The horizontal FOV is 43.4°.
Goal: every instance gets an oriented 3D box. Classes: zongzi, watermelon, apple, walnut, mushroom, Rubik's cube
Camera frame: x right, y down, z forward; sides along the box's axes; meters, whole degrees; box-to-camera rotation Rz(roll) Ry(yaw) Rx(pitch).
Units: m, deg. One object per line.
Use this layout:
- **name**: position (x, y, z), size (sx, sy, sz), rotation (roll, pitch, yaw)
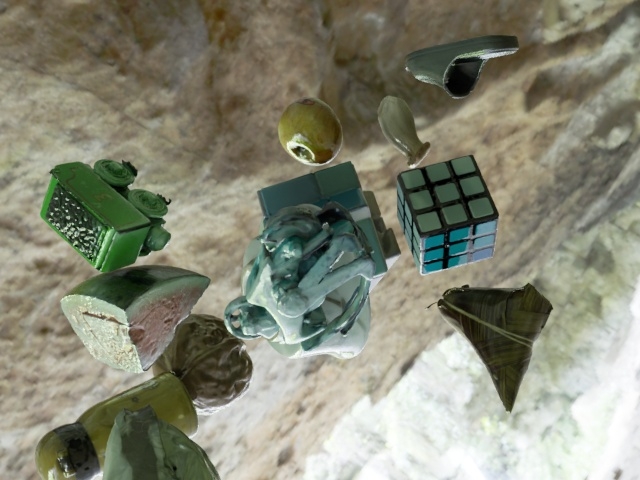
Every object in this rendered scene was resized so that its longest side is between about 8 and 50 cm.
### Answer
- **zongzi**: position (0.298, 0.199, 1.546), size (0.111, 0.248, 0.241), rotation (37, -113, -35)
- **watermelon**: position (-0.350, 0.147, 1.554), size (0.262, 0.213, 0.201), rotation (-19, -70, -54)
- **apple**: position (-0.025, -0.297, 2.173), size (0.182, 0.182, 0.155), rotation (95, -161, -57)
- **walnut**: position (-0.301, 0.318, 2.060), size (0.227, 0.273, 0.273), rotation (-64, -19, 16)
- **mushroom**: position (0.223, -0.297, 2.173), size (0.097, 0.212, 0.088), rotation (-34, -19, 12)
- **Rubik's cube**: position (0.248, -0.050, 1.591), size (0.162, 0.163, 0.160), rotation (-16, -31, -3)
- **Rubik's cube**: position (0.000, 0.000, 2.167), size (0.387, 0.358, 0.368), rotation (-17, -29, 2)

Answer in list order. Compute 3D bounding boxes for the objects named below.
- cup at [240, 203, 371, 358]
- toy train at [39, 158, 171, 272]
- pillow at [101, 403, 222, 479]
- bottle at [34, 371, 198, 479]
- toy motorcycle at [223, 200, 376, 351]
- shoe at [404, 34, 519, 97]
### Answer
- **cup**: position (-0.058, 0.109, 1.689), size (0.163, 0.347, 0.347), rotation (-18, -36, -29)
- **toy train**: position (-0.407, -0.054, 1.519), size (0.188, 0.243, 0.132), rotation (-20, -36, -56)
- **pillow**: position (-0.138, 0.354, 0.800), size (0.138, 0.310, 0.283), rotation (-12, -31, -9)
- **bottle**: position (-0.466, 0.437, 1.812), size (0.351, 0.171, 0.171), rotation (-20, -36, -34)
- **toy motorcycle**: position (-0.023, 0.068, 1.254), size (0.154, 0.206, 0.260), rotation (-104, 34, -55)
- **shoe**: position (0.244, -0.300, 1.421), size (0.108, 0.241, 0.093), rotation (-10, -85, -36)
